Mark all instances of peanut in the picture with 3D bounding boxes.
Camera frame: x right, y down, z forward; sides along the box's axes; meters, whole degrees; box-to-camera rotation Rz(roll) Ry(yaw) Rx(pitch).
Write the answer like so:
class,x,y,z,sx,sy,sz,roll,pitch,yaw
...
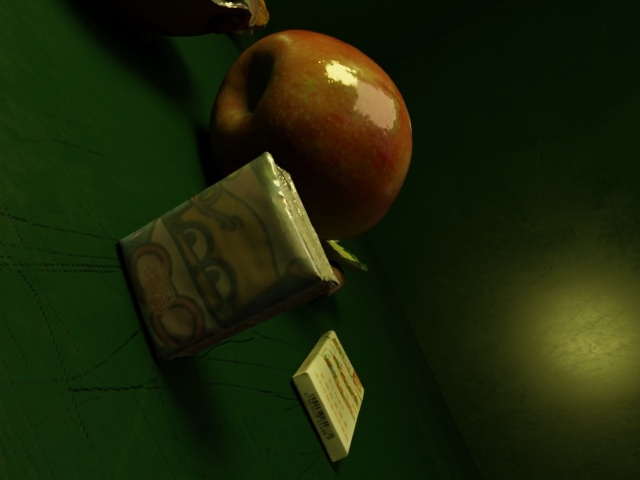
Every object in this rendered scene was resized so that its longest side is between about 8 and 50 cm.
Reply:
class,x,y,z,sx,sy,sz,roll,pitch,yaw
peanut,0.005,0.072,0.887,0.076,0.076,0.152,63,13,4

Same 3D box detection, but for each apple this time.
class,x,y,z,sx,sy,sz,roll,pitch,yaw
apple,-0.022,-0.163,0.724,0.277,0.319,0.319,14,42,-38

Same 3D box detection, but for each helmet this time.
class,x,y,z,sx,sy,sz,roll,pitch,yaw
helmet,-0.230,-0.409,0.628,0.338,0.197,0.271,-20,89,-82

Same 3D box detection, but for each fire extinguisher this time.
class,x,y,z,sx,sy,sz,roll,pitch,yaw
fire extinguisher,-0.269,-0.318,0.696,0.028,0.022,0.083,13,36,-23

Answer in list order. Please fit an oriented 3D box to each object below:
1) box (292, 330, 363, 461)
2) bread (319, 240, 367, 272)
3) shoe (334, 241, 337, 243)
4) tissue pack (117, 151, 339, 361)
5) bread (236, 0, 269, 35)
class,x,y,z,sx,sy,sz,roll,pitch,yaw
box,0.019,0.219,0.684,0.122,0.032,0.220,63,10,2
bread,0.000,0.000,0.945,0.228,0.033,0.228,36,4,-3
shoe,0.003,-0.077,1.203,0.138,0.095,0.245,62,16,-17
tissue pack,-0.078,0.017,0.384,0.116,0.155,0.065,66,13,15
bread,-0.292,-0.819,1.534,0.195,0.149,0.344,38,25,-41
